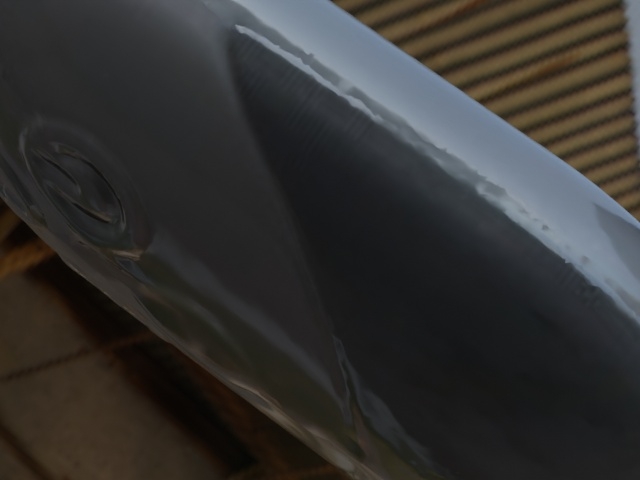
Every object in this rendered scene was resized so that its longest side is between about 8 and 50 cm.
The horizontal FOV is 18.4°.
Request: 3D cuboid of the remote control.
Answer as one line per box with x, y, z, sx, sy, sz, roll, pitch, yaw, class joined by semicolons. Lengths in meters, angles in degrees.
0.000;0.000;0.621;0.332;0.103;0.221;35;-17;14;remote control
